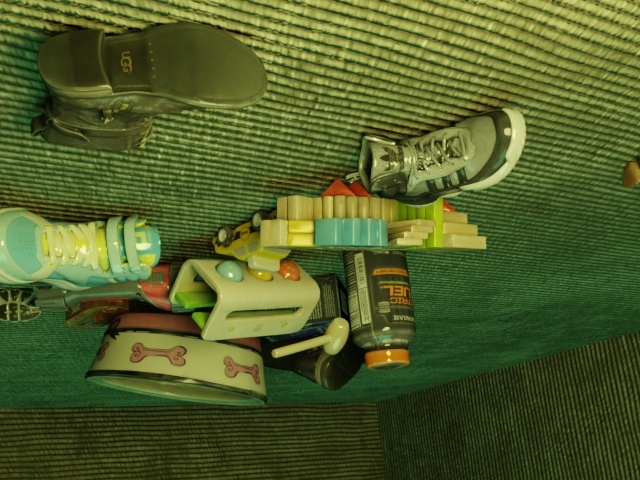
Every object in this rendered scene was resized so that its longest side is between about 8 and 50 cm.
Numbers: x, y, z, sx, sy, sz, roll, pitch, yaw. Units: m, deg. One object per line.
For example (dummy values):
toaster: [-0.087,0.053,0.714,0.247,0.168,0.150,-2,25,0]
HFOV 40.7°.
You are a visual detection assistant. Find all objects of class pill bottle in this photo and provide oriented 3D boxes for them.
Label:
pill bottle: [0.121,0.133,1.727,0.130,0.245,0.130,-6,163,-2]

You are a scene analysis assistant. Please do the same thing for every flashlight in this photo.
flashlight: [-0.398,0.098,1.696,0.304,0.103,0.103,-4,-166,-2]

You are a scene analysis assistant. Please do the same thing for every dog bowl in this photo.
dog bowl: [-0.313,0.271,1.953,0.408,0.150,0.408,7,164,2]

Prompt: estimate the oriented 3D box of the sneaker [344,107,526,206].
sneaker: [0.149,-0.114,1.199,0.153,0.101,0.268,3,163,-34]

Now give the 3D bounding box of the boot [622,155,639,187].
boot: [0.557,-0.120,1.420,0.087,0.042,0.118,-7,163,-3]

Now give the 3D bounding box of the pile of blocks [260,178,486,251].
pile of blocks: [0.087,-0.043,1.366,0.362,0.112,0.149,1,175,-16]

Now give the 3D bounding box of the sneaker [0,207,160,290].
sneaker: [-0.378,0.003,1.368,0.208,0.127,0.319,-9,172,15]

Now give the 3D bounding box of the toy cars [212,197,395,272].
toy cars: [0.000,0.000,1.533,0.394,0.087,0.176,-6,163,1]

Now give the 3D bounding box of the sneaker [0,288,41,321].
sneaker: [-0.663,0.133,1.801,0.170,0.068,0.071,2,178,3]

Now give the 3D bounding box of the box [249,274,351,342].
box: [-0.046,0.159,1.978,0.207,0.108,0.153,-10,162,9]

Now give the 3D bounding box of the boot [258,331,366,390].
boot: [-0.001,0.239,2.166,0.284,0.138,0.377,7,-155,30]

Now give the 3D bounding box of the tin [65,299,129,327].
tin: [-0.506,0.160,1.948,0.106,0.040,0.190,4,160,-41]

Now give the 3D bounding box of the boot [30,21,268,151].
boot: [-0.206,-0.162,0.998,0.263,0.091,0.229,2,166,-13]

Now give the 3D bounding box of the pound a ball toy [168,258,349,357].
pound a ball toy: [-0.096,0.119,1.655,0.319,0.208,0.135,2,123,-49]
